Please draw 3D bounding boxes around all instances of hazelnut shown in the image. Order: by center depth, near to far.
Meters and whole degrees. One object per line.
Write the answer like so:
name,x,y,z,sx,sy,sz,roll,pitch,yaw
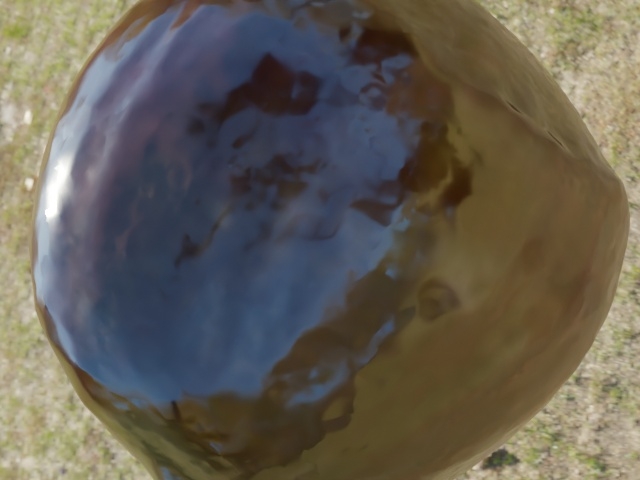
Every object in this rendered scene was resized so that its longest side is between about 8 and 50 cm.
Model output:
hazelnut,0.000,0.000,0.649,0.353,0.421,0.420,21,94,55
